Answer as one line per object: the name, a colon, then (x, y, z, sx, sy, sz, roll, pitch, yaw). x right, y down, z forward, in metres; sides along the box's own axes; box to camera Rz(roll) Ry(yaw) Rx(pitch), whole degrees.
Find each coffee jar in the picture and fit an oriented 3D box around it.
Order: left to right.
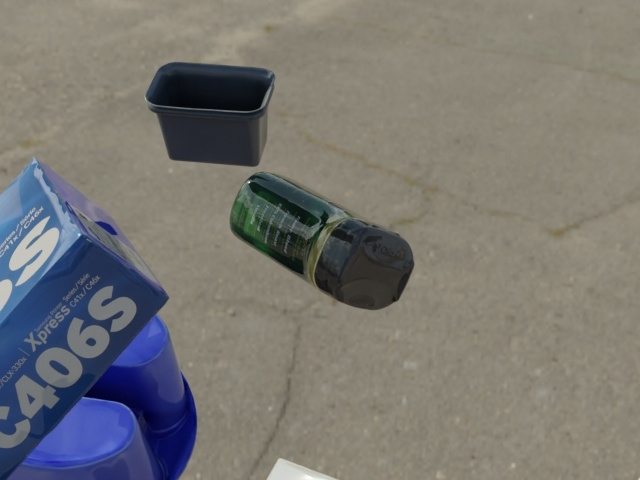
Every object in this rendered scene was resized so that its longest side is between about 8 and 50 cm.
coffee jar: (0.000, 0.000, 1.035, 0.096, 0.079, 0.184, 17, 8, -42)

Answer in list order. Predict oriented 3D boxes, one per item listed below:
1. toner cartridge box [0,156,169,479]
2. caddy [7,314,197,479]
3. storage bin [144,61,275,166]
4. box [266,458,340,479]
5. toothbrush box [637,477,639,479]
toner cartridge box: (-0.258, 0.116, 0.701, 0.075, 0.348, 0.165, 42, -2, -30)
caddy: (-0.304, 0.176, 1.183, 0.341, 0.179, 0.241, 11, 52, 6)
storage bin: (-0.118, -0.140, 1.221, 0.135, 0.091, 0.098, 6, 44, 8)
box: (-0.013, 0.409, 0.970, 0.168, 0.215, 0.345, 11, 61, 44)
toothbrush box: (0.511, 0.335, 1.232, 0.295, 0.216, 0.126, 30, 18, -19)
